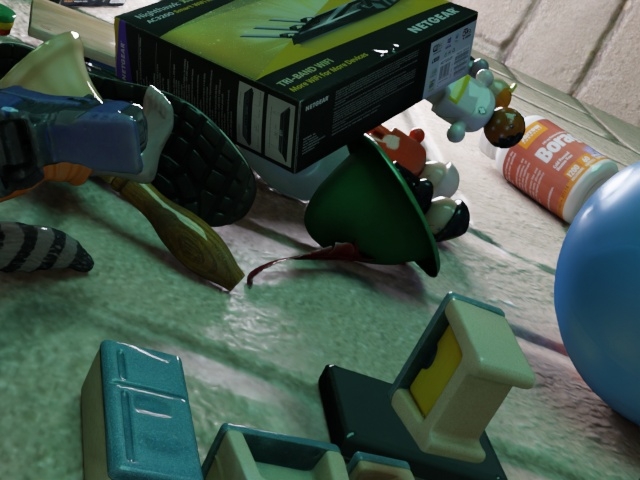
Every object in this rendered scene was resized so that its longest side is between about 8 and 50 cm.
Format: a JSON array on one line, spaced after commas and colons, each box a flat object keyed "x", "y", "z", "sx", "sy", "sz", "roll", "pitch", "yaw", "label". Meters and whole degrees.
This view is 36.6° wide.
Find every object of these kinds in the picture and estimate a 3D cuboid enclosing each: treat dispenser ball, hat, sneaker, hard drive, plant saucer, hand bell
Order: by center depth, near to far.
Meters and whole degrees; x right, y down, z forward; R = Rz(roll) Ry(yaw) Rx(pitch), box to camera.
[{"x": 0.067, "y": 0.143, "z": 0.728, "sx": 0.135, "sy": 0.022, "sz": 0.094, "roll": 20, "pitch": 22, "yaw": -17, "label": "hard drive"}, {"x": -0.159, "y": -0.045, "z": 0.811, "sx": 0.242, "sy": 0.126, "sz": 0.126, "roll": 43, "pitch": 21, "yaw": -2, "label": "hand bell"}, {"x": -0.179, "y": -0.113, "z": 0.928, "sx": 0.283, "sy": 0.107, "sz": 0.124, "roll": 29, "pitch": 15, "yaw": 4, "label": "sneaker"}, {"x": 0.373, "y": 0.052, "z": 0.937, "sx": 0.288, "sy": 0.288, "sz": 0.288, "roll": 23, "pitch": 21, "yaw": -10, "label": "treat dispenser ball"}, {"x": 0.000, "y": 0.000, "z": 0.985, "sx": 0.173, "sy": 0.183, "sz": 0.209, "roll": 52, "pitch": -9, "yaw": 39, "label": "hat"}, {"x": -0.035, "y": -0.134, "z": 1.128, "sx": 0.194, "sy": 0.037, "sz": 0.195, "roll": 13, "pitch": 68, "yaw": -35, "label": "plant saucer"}]

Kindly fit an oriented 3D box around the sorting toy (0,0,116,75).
[{"x": -0.274, "y": -0.226, "z": 1.148, "sx": 0.274, "sy": 0.046, "sz": 0.132, "roll": 17, "pitch": 23, "yaw": -23, "label": "sorting toy"}]

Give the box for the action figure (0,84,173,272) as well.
[{"x": -0.218, "y": -0.018, "z": 0.566, "sx": 0.341, "sy": 0.179, "sz": 0.330, "roll": 8, "pitch": 18, "yaw": 24, "label": "action figure"}]

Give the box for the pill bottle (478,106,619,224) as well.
[{"x": 0.367, "y": -0.128, "z": 1.584, "sx": 0.121, "sy": 0.121, "sz": 0.216, "roll": 1, "pitch": 33, "yaw": -49, "label": "pill bottle"}]

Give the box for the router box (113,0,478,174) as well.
[{"x": -0.019, "y": -0.201, "z": 1.011, "sx": 0.242, "sy": 0.081, "sz": 0.308, "roll": 27, "pitch": 41, "yaw": 28, "label": "router box"}]

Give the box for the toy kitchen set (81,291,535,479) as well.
[{"x": -0.013, "y": 0.082, "z": 0.571, "sx": 0.207, "sy": 0.166, "sz": 0.122, "roll": 17, "pitch": 23, "yaw": -24, "label": "toy kitchen set"}]

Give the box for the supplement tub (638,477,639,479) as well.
[{"x": 0.257, "y": 0.185, "z": 0.621, "sx": 0.117, "sy": 0.190, "sz": 0.117, "roll": 23, "pitch": 21, "yaw": -9, "label": "supplement tub"}]

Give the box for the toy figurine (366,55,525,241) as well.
[{"x": 0.153, "y": -0.125, "z": 1.201, "sx": 0.148, "sy": 0.210, "sz": 0.213, "roll": 32, "pitch": 20, "yaw": -9, "label": "toy figurine"}]

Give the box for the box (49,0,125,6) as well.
[{"x": -0.410, "y": -0.414, "z": 1.418, "sx": 0.220, "sy": 0.051, "sz": 0.175, "roll": 32, "pitch": 21, "yaw": 11, "label": "box"}]
